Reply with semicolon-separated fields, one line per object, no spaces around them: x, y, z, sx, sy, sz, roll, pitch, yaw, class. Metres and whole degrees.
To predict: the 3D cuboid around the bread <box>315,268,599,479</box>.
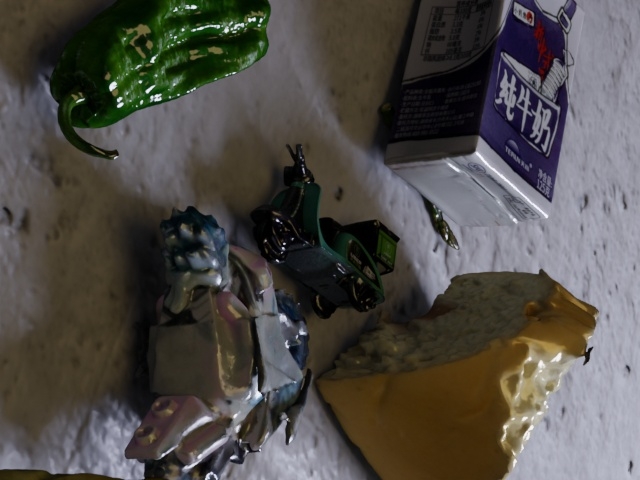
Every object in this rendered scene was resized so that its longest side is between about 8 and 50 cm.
0.158;0.143;1.563;0.224;0.211;0.183;61;41;-23;bread

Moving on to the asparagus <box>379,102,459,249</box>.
0.089;-0.055;1.630;0.016;0.016;0.163;-78;147;-54;asparagus

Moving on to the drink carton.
0.149;-0.140;1.621;0.134;0.102;0.222;35;59;-43;drink carton

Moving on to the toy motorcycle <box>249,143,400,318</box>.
0.000;0.000;1.489;0.173;0.058;0.100;39;49;-44;toy motorcycle

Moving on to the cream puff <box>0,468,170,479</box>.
-0.168;0.320;1.174;0.324;0.291;0.257;-24;152;-29;cream puff

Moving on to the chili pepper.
-0.115;-0.139;1.339;0.257;0.074;0.100;-30;113;-46;chili pepper

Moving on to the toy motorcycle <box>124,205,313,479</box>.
-0.090;0.074;1.355;0.239;0.108;0.204;-76;150;-56;toy motorcycle
